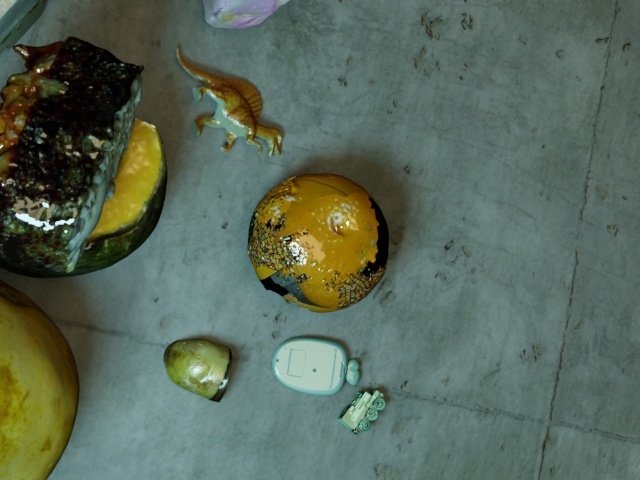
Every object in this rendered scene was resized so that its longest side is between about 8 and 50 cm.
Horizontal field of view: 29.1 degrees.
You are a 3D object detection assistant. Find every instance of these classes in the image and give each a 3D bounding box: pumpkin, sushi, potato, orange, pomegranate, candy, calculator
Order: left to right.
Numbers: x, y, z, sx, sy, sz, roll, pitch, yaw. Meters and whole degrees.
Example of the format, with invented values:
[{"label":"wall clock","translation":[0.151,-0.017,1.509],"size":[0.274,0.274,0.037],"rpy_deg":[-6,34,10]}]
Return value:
[{"label":"pomegranate","translation":[-0.545,0.217,1.694],"size":[0.417,0.416,0.416],"rpy_deg":[1,85,-17]},{"label":"sushi","translation":[-0.364,-0.104,1.668],"size":[0.182,0.196,0.343],"rpy_deg":[16,62,3]},{"label":"pumpkin","translation":[-0.390,-0.069,1.849],"size":[0.303,0.225,0.256],"rpy_deg":[15,73,-12]},{"label":"potato","translation":[-0.198,0.202,1.970],"size":[0.103,0.066,0.096],"rpy_deg":[14,78,-13]},{"label":"candy","translation":[-0.115,-0.437,1.945],"size":[0.116,0.265,0.155],"rpy_deg":[-11,88,-21]},{"label":"calculator","translation":[-0.005,0.209,2.049],"size":[0.153,0.021,0.095],"rpy_deg":[10,83,-13]},{"label":"orange","translation":[0.000,0.000,1.993],"size":[0.234,0.182,0.234],"rpy_deg":[5,71,-14]}]

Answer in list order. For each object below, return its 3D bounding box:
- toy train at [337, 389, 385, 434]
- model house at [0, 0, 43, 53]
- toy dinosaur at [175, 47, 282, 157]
[{"label":"toy train","translation":[0.071,0.282,2.060],"size":[0.053,0.033,0.083],"rpy_deg":[37,76,-7]},{"label":"model house","translation":[-0.548,-0.412,1.875],"size":[0.244,0.169,0.326],"rpy_deg":[38,74,-3]},{"label":"toy dinosaur","translation":[-0.145,-0.230,2.028],"size":[0.142,0.057,0.212],"rpy_deg":[-15,91,-29]}]
